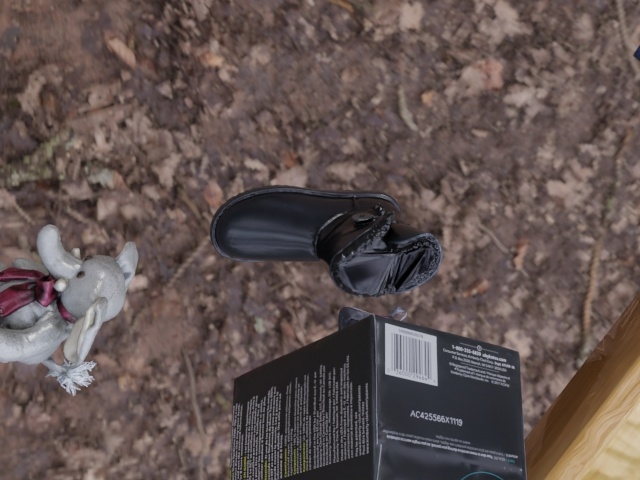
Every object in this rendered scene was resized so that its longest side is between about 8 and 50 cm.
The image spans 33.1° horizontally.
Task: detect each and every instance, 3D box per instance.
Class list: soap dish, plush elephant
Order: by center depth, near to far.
[{"bbox_3d":[0.257,0.195,0.776,0.229,0.118,0.291,37,96,12],"label":"soap dish"},{"bbox_3d":[-0.450,0.091,1.829,0.255,0.272,0.330,-41,110,19],"label":"plush elephant"}]

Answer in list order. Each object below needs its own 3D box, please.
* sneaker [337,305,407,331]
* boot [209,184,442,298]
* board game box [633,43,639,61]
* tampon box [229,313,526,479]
[{"bbox_3d":[0.026,0.189,1.687,0.268,0.153,0.101,-15,166,10],"label":"sneaker"},{"bbox_3d":[0.000,0.000,1.250,0.246,0.207,0.094,-4,106,-9],"label":"boot"},{"bbox_3d":[0.581,-0.274,1.512,0.243,0.165,0.042,-35,161,-25],"label":"board game box"},{"bbox_3d":[0.032,0.126,0.686,0.120,0.101,0.161,17,153,-31],"label":"tampon box"}]
